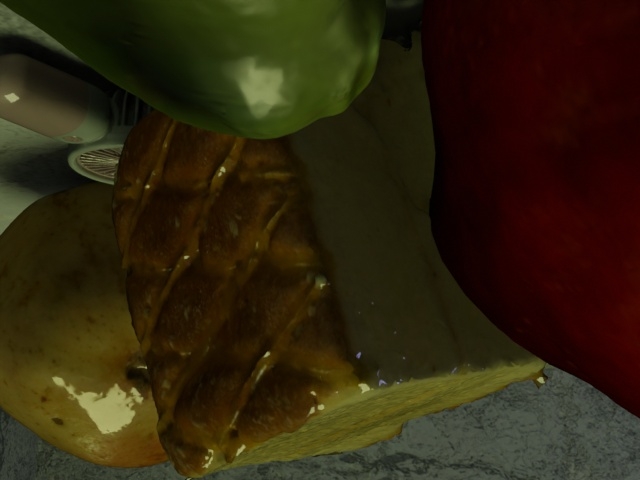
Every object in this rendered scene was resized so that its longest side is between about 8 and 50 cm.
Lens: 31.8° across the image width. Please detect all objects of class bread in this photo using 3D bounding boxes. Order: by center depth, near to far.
[{"bbox_3d":[-0.009,0.013,0.851,0.207,0.279,0.279,-4,163,-34],"label":"bread"}]

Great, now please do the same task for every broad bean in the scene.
[{"bbox_3d":[-0.090,-0.152,0.516,0.291,0.119,0.238,37,161,-24],"label":"broad bean"}]

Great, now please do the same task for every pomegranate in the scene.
[{"bbox_3d":[-0.216,0.071,1.241,0.343,0.342,0.342,1,167,0],"label":"pomegranate"}]

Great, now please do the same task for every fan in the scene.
[{"bbox_3d":[-0.193,-0.099,0.966,0.130,0.074,0.244,-7,163,35],"label":"fan"}]

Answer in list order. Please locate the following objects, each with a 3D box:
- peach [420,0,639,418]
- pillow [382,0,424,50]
[{"bbox_3d":[0.210,-0.073,0.422,0.388,0.388,0.388,1,167,0],"label":"peach"},{"bbox_3d":[0.009,-0.163,0.728,0.150,0.048,0.090,8,171,-19],"label":"pillow"}]
